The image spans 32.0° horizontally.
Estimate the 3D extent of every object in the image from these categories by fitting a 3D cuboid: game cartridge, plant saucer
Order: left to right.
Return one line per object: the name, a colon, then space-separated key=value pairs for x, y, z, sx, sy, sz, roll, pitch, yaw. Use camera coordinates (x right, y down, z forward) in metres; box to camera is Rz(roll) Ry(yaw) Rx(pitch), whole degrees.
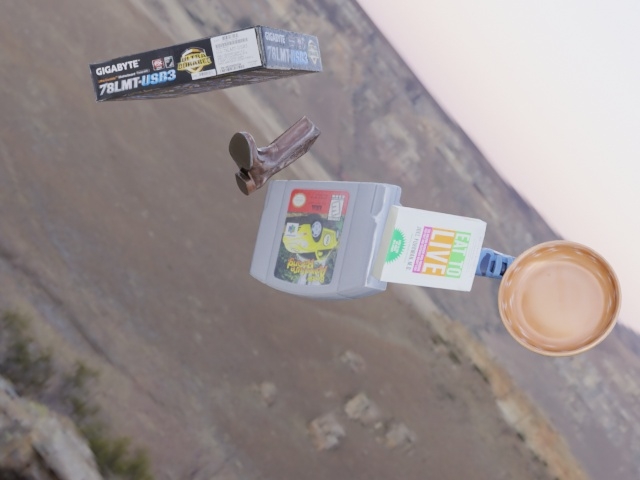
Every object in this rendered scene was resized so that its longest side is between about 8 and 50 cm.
game cartridge: x=0.000 y=0.000 z=1.843 sx=0.060 sy=0.196 sz=0.294 roll=13 pitch=-7 yaw=-44
plant saucer: x=0.394 y=0.098 z=1.838 sx=0.200 sy=0.200 sz=0.037 roll=55 pitch=2 yaw=28

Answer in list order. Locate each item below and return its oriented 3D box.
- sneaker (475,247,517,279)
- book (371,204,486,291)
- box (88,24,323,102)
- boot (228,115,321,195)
sneaker: x=0.330 y=0.047 z=2.048 sx=0.144 sy=0.053 sz=0.059 roll=6 pitch=10 yaw=-44
book: x=0.141 y=0.010 z=1.444 sx=0.144 sy=0.096 sz=0.035 roll=7 pitch=14 yaw=-31
box: x=-0.178 y=-0.284 z=1.827 sx=0.295 sy=0.293 sz=0.073 roll=-22 pitch=105 yaw=-71
boot: x=-0.047 y=-0.113 z=1.257 sx=0.037 sy=0.114 sz=0.106 roll=45 pitch=-23 yaw=21
